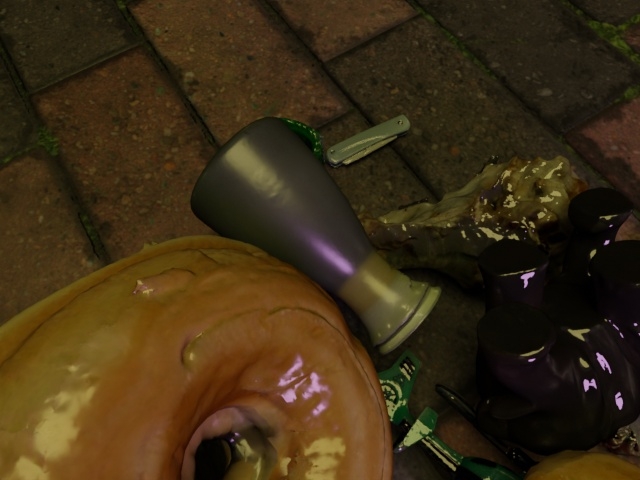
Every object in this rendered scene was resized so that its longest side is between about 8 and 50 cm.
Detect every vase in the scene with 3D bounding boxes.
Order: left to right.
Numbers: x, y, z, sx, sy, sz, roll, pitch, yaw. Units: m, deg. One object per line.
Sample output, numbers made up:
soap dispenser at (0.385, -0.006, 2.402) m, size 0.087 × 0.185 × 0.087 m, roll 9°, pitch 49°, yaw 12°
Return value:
vase at (0.000, 0.000, 0.647) m, size 0.321 × 0.173 × 0.173 m, roll 42°, pitch 73°, yaw 5°

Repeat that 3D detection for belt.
belt at (0.445, 0.225, 0.630) m, size 0.232 × 0.053 × 0.071 m, roll -11°, pitch 66°, yaw -4°

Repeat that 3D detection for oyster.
oyster at (0.203, -0.021, 0.703) m, size 0.337 × 0.133 × 0.197 m, roll -2°, pitch 95°, yaw 21°

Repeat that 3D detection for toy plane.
toy plane at (0.199, 0.303, 0.582) m, size 0.382 × 0.106 × 0.155 m, roll 38°, pitch 66°, yaw 19°

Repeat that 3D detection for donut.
donut at (-0.102, 0.201, 0.456) m, size 0.198 × 0.449 × 0.448 m, roll -22°, pitch 59°, yaw 43°

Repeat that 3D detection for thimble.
thimble at (-0.055, -0.135, 0.795) m, size 0.130 × 0.090 × 0.118 m, roll -7°, pitch 61°, yaw 0°

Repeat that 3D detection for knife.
knife at (0.084, -0.169, 0.843) m, size 0.162 × 0.023 × 0.044 m, roll -26°, pitch 65°, yaw -9°

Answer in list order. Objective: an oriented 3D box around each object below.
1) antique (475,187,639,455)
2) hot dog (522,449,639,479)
antique at (0.300, 0.108, 0.565) m, size 0.322 × 0.255 × 0.185 m, roll -30°, pitch 29°, yaw -12°
hot dog at (0.335, 0.373, 0.401) m, size 0.185 × 0.223 × 0.405 m, roll -45°, pitch 98°, yaw -17°
